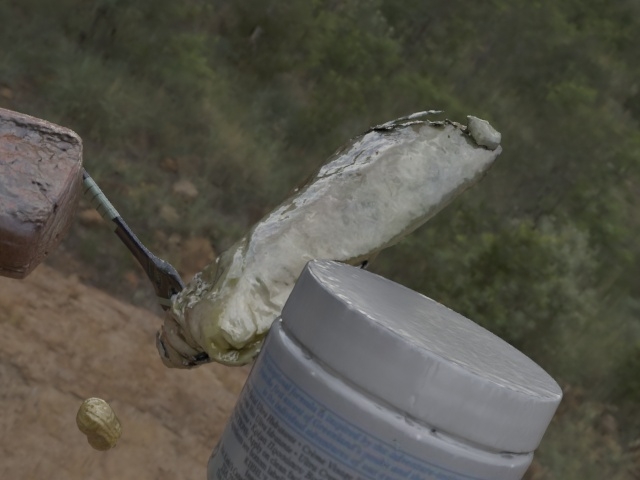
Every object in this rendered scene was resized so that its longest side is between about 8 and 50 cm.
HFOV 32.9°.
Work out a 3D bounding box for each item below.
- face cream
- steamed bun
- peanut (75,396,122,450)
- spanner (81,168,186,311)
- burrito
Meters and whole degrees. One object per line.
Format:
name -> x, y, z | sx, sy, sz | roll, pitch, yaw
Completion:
face cream -> 0.036, 0.116, 0.666 | 0.177, 0.153, 0.177 | 27, 9, -5
steamed bun -> -0.324, -0.052, 1.116 | 0.145, 0.106, 0.175 | 17, 68, -3
peanut -> -0.286, 0.238, 1.398 | 0.054, 0.113, 0.054 | -2, 54, 3
spanner -> -0.268, -0.028, 1.427 | 0.024, 0.087, 0.316 | -35, 83, -26
burrito -> -0.005, -0.002, 1.000 | 0.107, 0.347, 0.175 | 57, -18, -20
